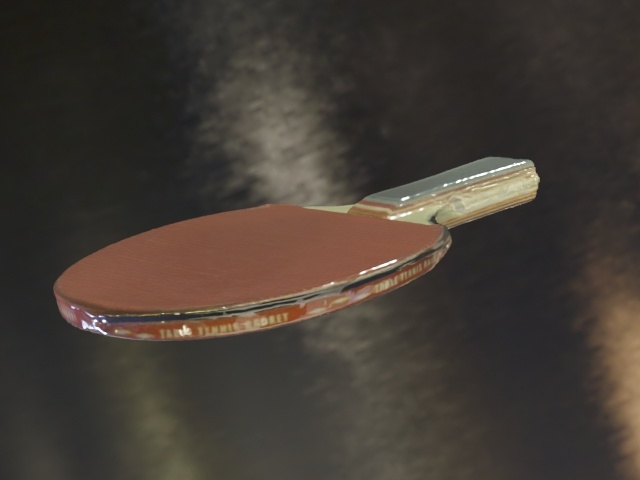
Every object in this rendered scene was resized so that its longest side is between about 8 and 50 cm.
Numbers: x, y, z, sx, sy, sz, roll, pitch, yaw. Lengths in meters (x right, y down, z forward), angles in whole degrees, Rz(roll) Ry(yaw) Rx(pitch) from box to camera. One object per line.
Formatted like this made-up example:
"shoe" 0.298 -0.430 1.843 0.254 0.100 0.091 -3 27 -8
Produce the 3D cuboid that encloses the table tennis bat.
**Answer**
"table tennis bat" 0.000 0.000 0.670 0.220 0.019 0.130 -18 -161 -39
